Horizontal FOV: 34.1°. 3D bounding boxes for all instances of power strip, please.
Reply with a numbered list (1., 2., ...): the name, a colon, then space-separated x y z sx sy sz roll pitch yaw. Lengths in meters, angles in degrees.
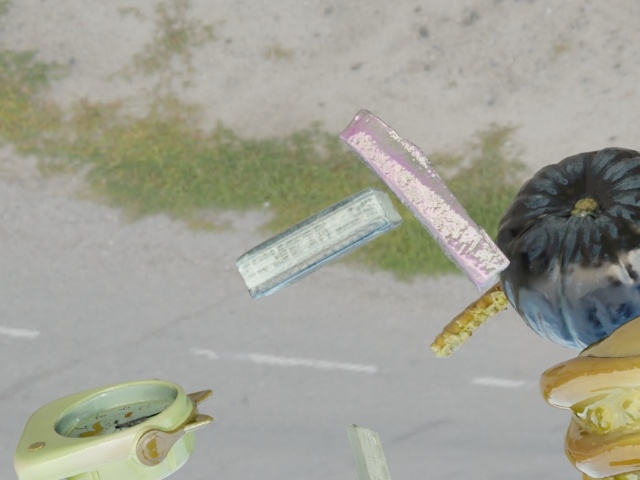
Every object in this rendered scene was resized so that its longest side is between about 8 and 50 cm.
1. power strip: 0.091 0.398 1.616 0.027 0.253 0.060 -31 147 26

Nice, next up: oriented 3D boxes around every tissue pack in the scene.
1. tissue pack: 0.000 0.000 1.717 0.257 0.081 0.185 -29 175 10

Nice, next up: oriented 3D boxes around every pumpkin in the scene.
1. pumpkin: 0.474 0.011 1.747 0.363 0.363 0.266 -21 134 24

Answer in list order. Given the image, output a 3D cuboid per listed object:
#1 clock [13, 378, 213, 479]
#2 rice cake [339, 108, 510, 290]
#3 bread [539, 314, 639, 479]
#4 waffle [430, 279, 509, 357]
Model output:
1. clock: -0.358 0.352 1.869 0.348 0.117 0.286 -13 -166 -3
2. rice cake: 0.097 -0.040 0.989 0.047 0.207 0.036 -39 174 -15
3. bread: 0.418 0.212 1.194 0.315 0.211 0.270 -12 123 30
4. waffle: 0.348 0.154 2.250 0.253 0.056 0.249 -43 175 32
